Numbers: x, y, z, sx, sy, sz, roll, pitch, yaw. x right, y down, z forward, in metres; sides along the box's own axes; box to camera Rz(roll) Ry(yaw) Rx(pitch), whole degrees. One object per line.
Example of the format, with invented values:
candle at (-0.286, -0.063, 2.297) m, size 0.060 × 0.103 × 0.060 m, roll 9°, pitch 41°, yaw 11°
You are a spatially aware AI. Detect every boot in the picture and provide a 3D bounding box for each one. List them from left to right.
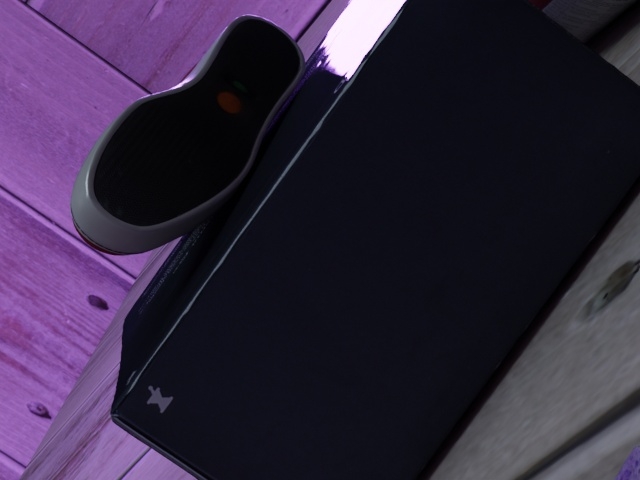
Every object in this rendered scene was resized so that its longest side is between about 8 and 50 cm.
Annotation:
boot at (-0.114, -0.036, 1.022) m, size 0.176 × 0.088 × 0.244 m, roll -47°, pitch 4°, yaw 42°

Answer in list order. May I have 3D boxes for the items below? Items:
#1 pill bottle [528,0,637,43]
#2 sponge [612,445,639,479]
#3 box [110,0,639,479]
pill bottle at (0.194, -0.221, 1.113) m, size 0.221 × 0.121 × 0.121 m, roll -40°, pitch 17°, yaw 55°
sponge at (0.088, 0.180, 0.542) m, size 0.210 × 0.031 × 0.117 m, roll -54°, pitch 10°, yaw -1°
box at (0.028, -0.003, 1.001) m, size 0.343 × 0.179 × 0.312 m, roll -54°, pitch 8°, yaw 3°
